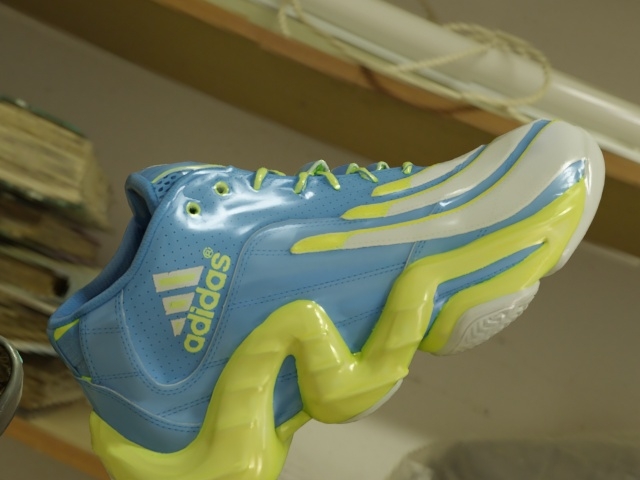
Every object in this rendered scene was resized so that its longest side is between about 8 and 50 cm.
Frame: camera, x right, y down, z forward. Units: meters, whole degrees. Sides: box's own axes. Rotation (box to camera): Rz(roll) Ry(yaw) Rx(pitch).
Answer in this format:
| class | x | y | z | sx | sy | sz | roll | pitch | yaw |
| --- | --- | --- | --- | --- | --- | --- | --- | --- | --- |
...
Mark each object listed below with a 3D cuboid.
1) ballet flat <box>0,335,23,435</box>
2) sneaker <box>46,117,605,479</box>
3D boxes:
| class | x | y | z | sx | sy | sz | roll | pitch | yaw |
| --- | --- | --- | --- | --- | --- | --- | --- | --- | --- |
| ballet flat | -0.277 | 0.121 | 0.669 | 0.095 | 0.280 | 0.096 | 53 | -43 | 1 |
| sneaker | 0.000 | 0.000 | 0.479 | 0.126 | 0.240 | 0.091 | 55 | -14 | -16 |
